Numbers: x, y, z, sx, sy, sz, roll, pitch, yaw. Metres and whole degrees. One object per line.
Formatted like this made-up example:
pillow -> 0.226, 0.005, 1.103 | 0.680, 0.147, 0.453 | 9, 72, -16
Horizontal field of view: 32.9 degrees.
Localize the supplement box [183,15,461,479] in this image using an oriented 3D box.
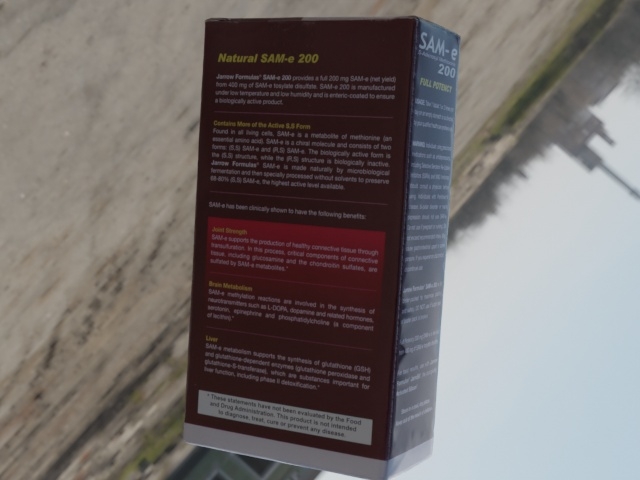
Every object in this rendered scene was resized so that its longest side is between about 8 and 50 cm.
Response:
supplement box -> 0.000, 0.000, 0.603 | 0.073, 0.130, 0.239 | -4, 99, -63
